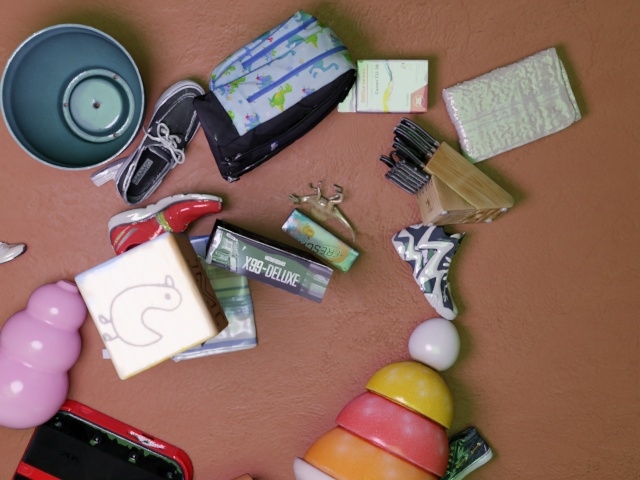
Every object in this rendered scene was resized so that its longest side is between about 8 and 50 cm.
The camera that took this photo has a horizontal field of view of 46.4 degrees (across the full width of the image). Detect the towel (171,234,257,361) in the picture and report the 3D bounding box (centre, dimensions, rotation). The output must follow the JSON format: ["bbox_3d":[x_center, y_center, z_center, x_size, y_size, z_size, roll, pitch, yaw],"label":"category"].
[{"bbox_3d":[-0.267,0.130,1.733,0.209,0.034,0.285,-8,95,-1],"label":"towel"}]

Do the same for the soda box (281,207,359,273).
[{"bbox_3d":[0.000,0.000,1.707,0.183,0.063,0.058,34,94,-4],"label":"soda box"}]

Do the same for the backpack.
[{"bbox_3d":[-0.091,-0.313,1.578,0.355,0.290,0.274,-23,81,-5],"label":"backpack"}]

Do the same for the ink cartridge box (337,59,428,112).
[{"bbox_3d":[0.138,-0.343,1.672,0.198,0.067,0.116,0,96,0],"label":"ink cartridge box"}]

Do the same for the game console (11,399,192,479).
[{"bbox_3d":[-0.530,0.592,1.765,0.386,0.060,0.342,25,96,-2],"label":"game console"}]

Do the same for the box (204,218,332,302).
[{"bbox_3d":[-0.119,0.037,1.574,0.242,0.307,0.077,20,91,-9],"label":"box"}]

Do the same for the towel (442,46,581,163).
[{"bbox_3d":[0.431,-0.304,1.691,0.282,0.049,0.187,-20,94,2],"label":"towel"}]

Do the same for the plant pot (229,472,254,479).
[{"bbox_3d":[-0.188,0.667,1.677,0.203,0.291,0.291,-34,95,-13],"label":"plant pot"}]

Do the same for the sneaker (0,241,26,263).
[{"bbox_3d":[-0.757,0.021,1.704,0.161,0.057,0.075,-16,101,4],"label":"sneaker"}]

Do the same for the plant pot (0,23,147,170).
[{"bbox_3d":[-0.504,-0.297,1.607,0.292,0.196,0.293,0,95,0],"label":"plant pot"}]

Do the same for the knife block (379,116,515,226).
[{"bbox_3d":[0.276,-0.159,1.674,0.275,0.088,0.242,-4,70,-24],"label":"knife block"}]

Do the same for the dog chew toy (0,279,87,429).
[{"bbox_3d":[-0.632,0.245,1.664,0.206,0.206,0.332,25,87,-3],"label":"dog chew toy"}]

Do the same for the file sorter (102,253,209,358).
[{"bbox_3d":[-0.337,0.130,1.577,0.192,0.278,0.173,-7,93,-1],"label":"file sorter"}]

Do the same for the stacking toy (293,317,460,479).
[{"bbox_3d":[0.188,0.396,1.674,0.350,0.350,0.480,30,76,-3],"label":"stacking toy"}]

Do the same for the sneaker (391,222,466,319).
[{"bbox_3d":[0.284,0.052,1.697,0.153,0.094,0.235,-33,83,10],"label":"sneaker"}]

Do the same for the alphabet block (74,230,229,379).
[{"bbox_3d":[-0.296,0.112,1.348,0.192,0.193,0.197,-26,89,1],"label":"alphabet block"}]

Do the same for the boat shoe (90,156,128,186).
[{"bbox_3d":[-0.474,-0.154,1.706,0.100,0.035,0.035,-30,122,-1],"label":"boat shoe"}]

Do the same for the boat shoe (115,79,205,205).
[{"bbox_3d":[-0.349,-0.213,1.645,0.113,0.105,0.306,37,95,-31],"label":"boat shoe"}]

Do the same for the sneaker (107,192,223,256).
[{"bbox_3d":[-0.338,-0.026,1.673,0.278,0.107,0.119,-18,77,12],"label":"sneaker"}]

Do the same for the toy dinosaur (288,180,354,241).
[{"bbox_3d":[0.020,-0.079,1.715,0.183,0.053,0.093,29,110,4],"label":"toy dinosaur"}]

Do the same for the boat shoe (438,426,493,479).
[{"bbox_3d":[0.311,0.519,1.764,0.183,0.065,0.083,-35,94,-4],"label":"boat shoe"}]
